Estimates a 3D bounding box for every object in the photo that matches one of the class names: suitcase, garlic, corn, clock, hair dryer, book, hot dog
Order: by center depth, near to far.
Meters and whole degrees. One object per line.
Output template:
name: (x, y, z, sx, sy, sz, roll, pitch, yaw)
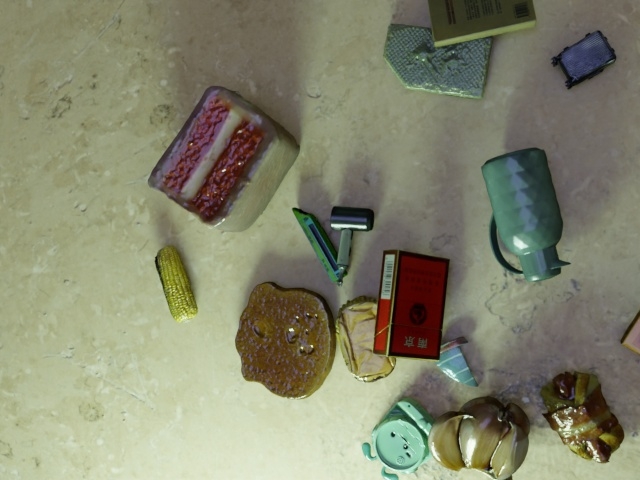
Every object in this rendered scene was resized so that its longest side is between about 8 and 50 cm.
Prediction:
hot dog: (0.574, 0.387, 1.818, 0.146, 0.103, 0.213, -33, 82, 13)
suitcase: (0.584, -0.400, 1.839, 0.126, 0.059, 0.086, -31, 83, 14)
garlic: (0.359, 0.430, 1.854, 0.214, 0.160, 0.191, 14, 109, 20)
book: (0.363, -0.535, 1.892, 0.230, 0.026, 0.161, -9, 71, 12)
clock: (0.192, 0.476, 1.951, 0.148, 0.060, 0.188, 44, 102, 12)
hair dryer: (0.066, 0.016, 1.973, 0.100, 0.057, 0.198, 6, 78, 17)
corn: (-0.368, 0.112, 2.111, 0.072, 0.072, 0.203, -21, 83, 15)

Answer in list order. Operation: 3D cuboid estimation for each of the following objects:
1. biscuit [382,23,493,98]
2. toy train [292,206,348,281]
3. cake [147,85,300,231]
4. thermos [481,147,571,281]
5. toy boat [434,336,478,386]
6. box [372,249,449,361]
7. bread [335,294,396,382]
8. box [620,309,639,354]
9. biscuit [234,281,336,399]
biscuit: (0.266, -0.420, 1.935, 0.252, 0.052, 0.150, 12, 93, 17)
toy train: (0.000, 0.000, 2.015, 0.042, 0.044, 0.209, -31, 82, 14)
cake: (-0.221, -0.188, 1.985, 0.237, 0.230, 0.309, 36, 99, 12)
thermos: (0.446, -0.049, 1.843, 0.182, 0.145, 0.287, -15, 86, 48)
toy boat: (0.317, 0.293, 1.929, 0.096, 0.034, 0.122, -25, 84, 20)
box: (0.206, 0.149, 1.887, 0.074, 0.153, 0.240, 0, 81, 55)
bread: (0.108, 0.228, 1.952, 0.132, 0.114, 0.191, -12, 95, 6)
box: (0.791, 0.150, 1.770, 0.174, 0.076, 0.274, 32, 98, 15)
biscuit: (-0.084, 0.246, 2.037, 0.257, 0.049, 0.273, 12, 92, 19)
